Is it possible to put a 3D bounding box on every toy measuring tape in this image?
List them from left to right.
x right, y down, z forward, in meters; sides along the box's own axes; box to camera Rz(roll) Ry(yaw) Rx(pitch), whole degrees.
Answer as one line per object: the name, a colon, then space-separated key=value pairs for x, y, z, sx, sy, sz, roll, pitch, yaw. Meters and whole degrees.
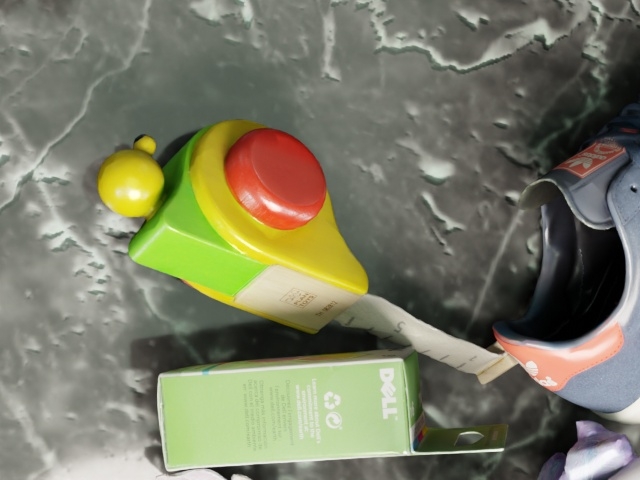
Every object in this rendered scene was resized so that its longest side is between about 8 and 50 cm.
toy measuring tape: x=0.000 y=0.000 z=0.919 sx=0.330 sy=0.121 sz=0.121 roll=22 pitch=87 yaw=-29

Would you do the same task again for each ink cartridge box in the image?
ink cartridge box: x=0.012 y=0.104 z=0.875 sx=0.209 sy=0.109 sz=0.062 roll=-5 pitch=88 yaw=9

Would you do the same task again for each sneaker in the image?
sneaker: x=0.227 y=-0.053 z=0.934 sx=0.148 sy=0.131 sz=0.350 roll=22 pitch=87 yaw=-24

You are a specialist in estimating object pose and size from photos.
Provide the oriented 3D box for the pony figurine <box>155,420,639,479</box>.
pony figurine: x=0.091 y=0.271 z=0.876 sx=0.363 sy=0.303 sz=0.351 roll=-27 pitch=106 yaw=-26
